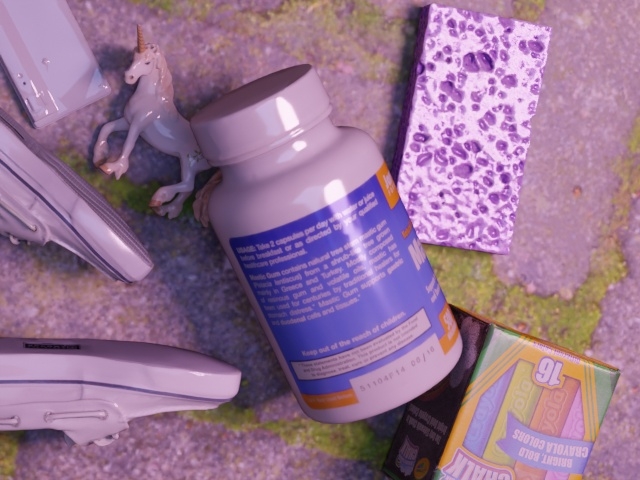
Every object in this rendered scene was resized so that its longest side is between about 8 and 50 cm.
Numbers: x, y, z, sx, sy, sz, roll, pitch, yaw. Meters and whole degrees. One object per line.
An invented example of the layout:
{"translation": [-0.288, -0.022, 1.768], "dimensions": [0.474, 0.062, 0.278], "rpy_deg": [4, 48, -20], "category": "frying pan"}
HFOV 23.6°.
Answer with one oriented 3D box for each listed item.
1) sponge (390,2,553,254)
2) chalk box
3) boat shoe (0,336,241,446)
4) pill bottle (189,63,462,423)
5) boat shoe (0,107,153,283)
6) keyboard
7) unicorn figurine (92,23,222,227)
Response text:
{"translation": [0.128, -0.096, 1.352], "dimensions": [0.117, 0.031, 0.210], "rpy_deg": [10, 92, -14], "category": "sponge"}
{"translation": [0.147, 0.182, 1.330], "dimensions": [0.132, 0.132, 0.213], "rpy_deg": [20, 91, -14], "category": "chalk box"}
{"translation": [-0.197, 0.130, 1.273], "dimensions": [0.258, 0.095, 0.084], "rpy_deg": [4, 98, -3], "category": "boat shoe"}
{"translation": [0.000, 0.000, 1.259], "dimensions": [0.152, 0.152, 0.272], "rpy_deg": [-27, 106, -10], "category": "pill bottle"}
{"translation": [-0.239, -0.034, 1.256], "dimensions": [0.226, 0.083, 0.076], "rpy_deg": [44, 96, -2], "category": "boat shoe"}
{"translation": [-0.262, -0.221, 1.261], "dimensions": [0.072, 0.014, 0.256], "rpy_deg": [-29, 101, -14], "category": "keyboard"}
{"translation": [-0.137, -0.092, 1.283], "dimensions": [0.162, 0.060, 0.111], "rpy_deg": [39, 85, -30], "category": "unicorn figurine"}
